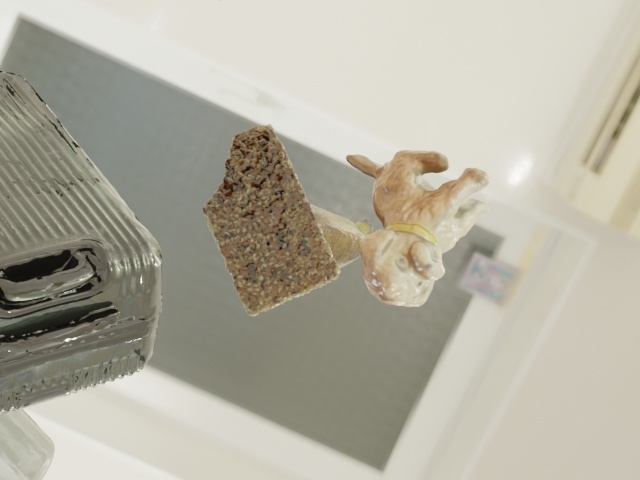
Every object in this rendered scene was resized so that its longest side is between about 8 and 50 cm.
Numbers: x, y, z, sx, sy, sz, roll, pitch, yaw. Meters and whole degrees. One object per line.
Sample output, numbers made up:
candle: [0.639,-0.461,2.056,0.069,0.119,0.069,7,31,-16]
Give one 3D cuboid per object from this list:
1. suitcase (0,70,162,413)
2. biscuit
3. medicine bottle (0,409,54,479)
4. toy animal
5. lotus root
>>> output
suitcase: [-0.259,-0.008,1.042,0.202,0.312,0.128,-15,132,-31]
biscuit: [-0.077,-0.031,1.795,0.131,0.236,0.026,-22,161,-7]
medicine bottle: [-0.465,0.237,1.632,0.238,0.232,0.238,-36,-165,12]
toy animal: [0.076,-0.013,1.608,0.185,0.184,0.104,-61,152,-27]
lotus root: [0.000,0.000,1.918,0.108,0.191,0.094,-34,-123,47]
